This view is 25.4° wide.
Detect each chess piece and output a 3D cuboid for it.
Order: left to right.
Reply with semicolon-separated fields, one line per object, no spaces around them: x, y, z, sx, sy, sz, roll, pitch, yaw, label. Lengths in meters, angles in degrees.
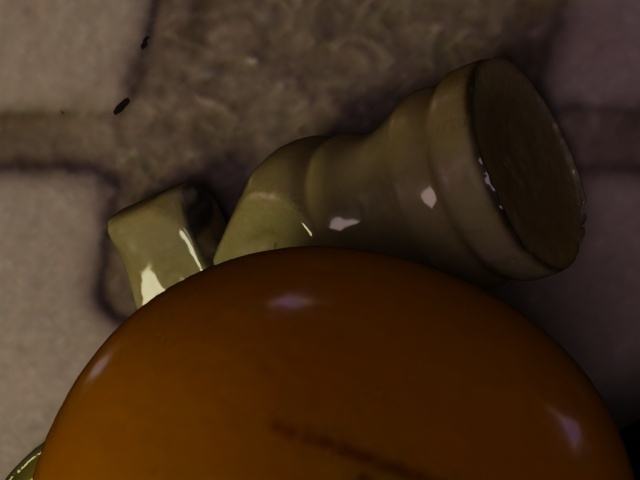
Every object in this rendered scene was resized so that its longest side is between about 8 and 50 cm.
0.000;0.000;0.588;0.200;0.090;0.090;-20;100;30;chess piece

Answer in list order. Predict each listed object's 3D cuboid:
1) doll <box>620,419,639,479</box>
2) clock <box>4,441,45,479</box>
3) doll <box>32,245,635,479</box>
0.142;0.107;0.579;0.249;0.088;0.127;-14;122;27;doll
-0.066;0.193;0.665;0.237;0.057;0.237;4;107;12;clock
-0.001;0.108;0.523;0.214;0.236;0.213;2;80;-12;doll
